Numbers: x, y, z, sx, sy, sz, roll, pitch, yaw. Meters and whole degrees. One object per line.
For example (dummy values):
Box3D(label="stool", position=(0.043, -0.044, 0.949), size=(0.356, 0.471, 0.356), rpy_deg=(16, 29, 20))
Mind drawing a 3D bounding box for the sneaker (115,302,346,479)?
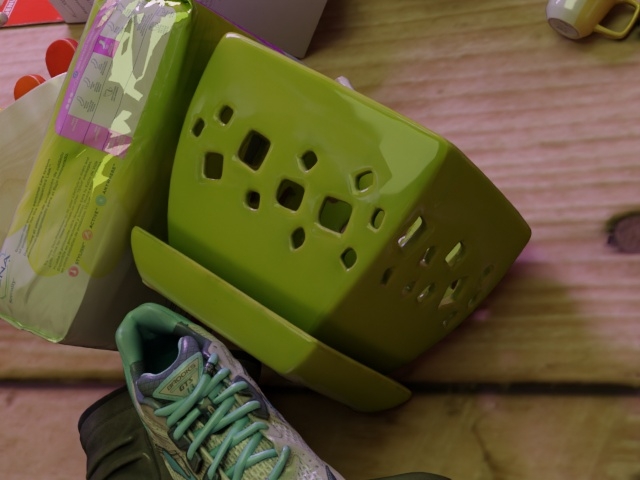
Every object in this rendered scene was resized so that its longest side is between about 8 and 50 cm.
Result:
Box3D(label="sneaker", position=(-0.077, 0.140, 0.955), size=(0.110, 0.122, 0.283), rpy_deg=(-38, 38, -11))

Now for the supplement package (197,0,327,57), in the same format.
Box3D(label="supplement package", position=(-0.088, -0.266, 1.343), size=(0.179, 0.105, 0.105), rpy_deg=(8, 51, -16))

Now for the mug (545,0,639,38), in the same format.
Box3D(label="mug", position=(0.242, -0.217, 1.224), size=(0.078, 0.062, 0.064), rpy_deg=(24, 79, 44))

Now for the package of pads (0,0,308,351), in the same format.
Box3D(label="package of pads", position=(-0.139, -0.050, 1.134), size=(0.101, 0.229, 0.297), rpy_deg=(21, 91, 27))

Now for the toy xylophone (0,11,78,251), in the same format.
Box3D(label="toy xylophone", position=(-0.298, -0.080, 1.289), size=(0.322, 0.081, 0.236), rpy_deg=(-18, 90, 30))

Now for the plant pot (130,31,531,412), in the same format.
Box3D(label="plant pot", position=(0.000, 0.000, 1.072), size=(0.228, 0.227, 0.207), rpy_deg=(31, 89, 30))

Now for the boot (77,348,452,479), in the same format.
Box3D(label="boot", position=(-0.055, 0.175, 1.072), size=(0.338, 0.118, 0.223), rpy_deg=(-14, 47, 13))

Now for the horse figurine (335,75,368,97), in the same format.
Box3D(label="horse figurine", position=(-0.081, -0.082, 1.294), size=(0.263, 0.066, 0.174), rpy_deg=(-36, 44, -1))

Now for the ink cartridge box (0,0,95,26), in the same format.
Box3D(label="ink cartridge box", position=(-0.265, -0.380, 1.606), size=(0.238, 0.060, 0.275), rpy_deg=(2, 59, 27))
